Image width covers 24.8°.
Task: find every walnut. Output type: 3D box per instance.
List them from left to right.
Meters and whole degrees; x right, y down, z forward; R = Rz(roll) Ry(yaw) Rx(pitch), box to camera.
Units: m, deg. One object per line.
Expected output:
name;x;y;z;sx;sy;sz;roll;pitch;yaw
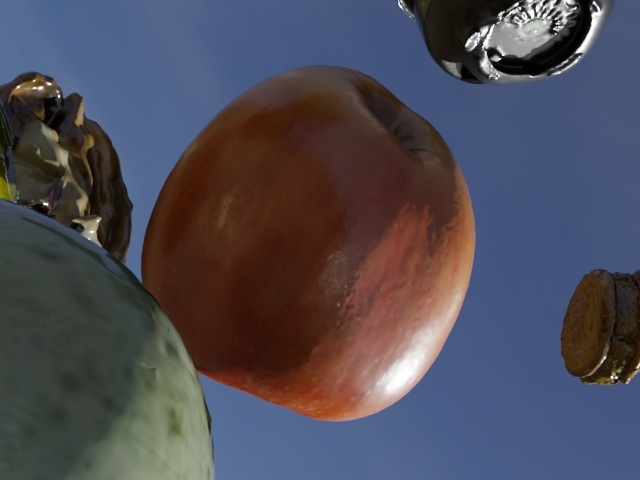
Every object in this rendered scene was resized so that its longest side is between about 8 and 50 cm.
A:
walnut;-0.287;-0.046;1.360;0.238;0.141;0.204;-10;85;-68

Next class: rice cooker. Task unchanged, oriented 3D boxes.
rice cooker;0.228;-0.324;1.807;0.267;0.267;0.224;92;-16;-55

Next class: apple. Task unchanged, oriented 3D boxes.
apple;0.000;0.000;1.095;0.242;0.242;0.241;44;-68;44

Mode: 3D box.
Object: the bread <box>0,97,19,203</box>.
bread;-0.342;-0.159;1.102;0.383;0.112;0.166;58;-22;27

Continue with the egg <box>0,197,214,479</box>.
egg;-0.212;0.129;0.566;0.287;0.379;0.287;53;25;-37

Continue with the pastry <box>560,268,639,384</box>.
pastry;0.242;0.071;1.226;0.097;0.057;0.109;-85;-171;-56
